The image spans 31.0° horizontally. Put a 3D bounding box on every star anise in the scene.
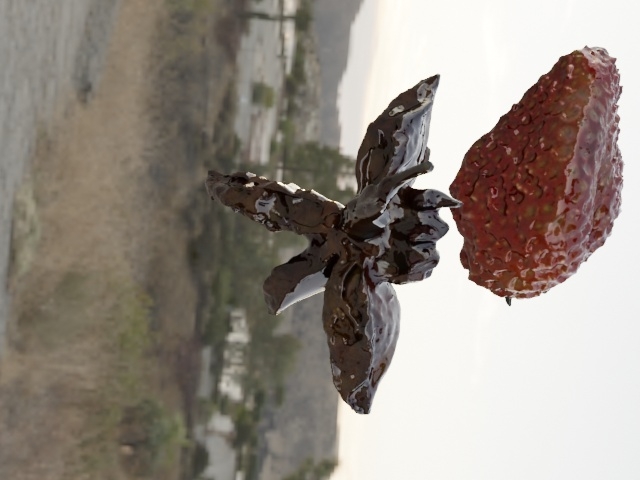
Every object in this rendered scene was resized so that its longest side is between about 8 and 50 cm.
[{"bbox_3d":[0.006,-0.008,0.541,0.158,0.140,0.144,64,19,18],"label":"star anise"}]

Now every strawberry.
[{"bbox_3d":[0.206,-0.036,1.020,0.106,0.175,0.235,-114,-169,-54],"label":"strawberry"}]
